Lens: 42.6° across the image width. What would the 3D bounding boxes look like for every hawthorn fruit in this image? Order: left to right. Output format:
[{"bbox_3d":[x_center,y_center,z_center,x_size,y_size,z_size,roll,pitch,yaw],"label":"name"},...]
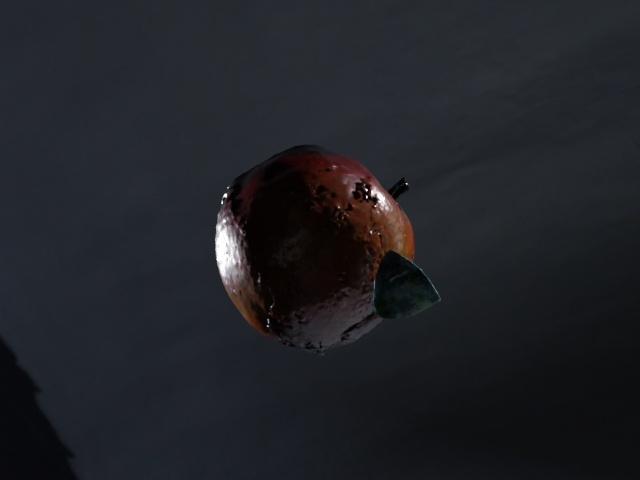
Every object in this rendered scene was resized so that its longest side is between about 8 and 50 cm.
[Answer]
[{"bbox_3d":[-0.015,0.008,1.219,0.316,0.315,0.316,-23,23,10],"label":"hawthorn fruit"}]

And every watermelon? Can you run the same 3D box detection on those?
[{"bbox_3d":[0.099,0.051,0.997,0.085,0.085,0.061,-22,-5,12],"label":"watermelon"}]
